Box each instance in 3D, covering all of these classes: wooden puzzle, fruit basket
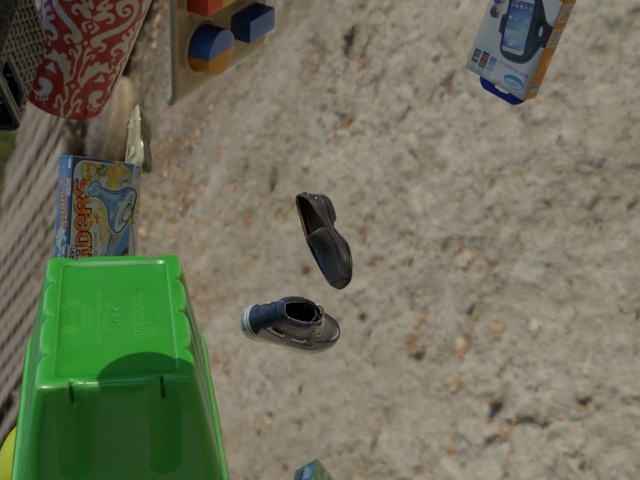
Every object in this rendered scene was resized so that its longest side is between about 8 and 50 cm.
[{"bbox_3d":[-0.173,-0.454,1.974,0.322,0.080,0.348,-45,-27,-47],"label":"wooden puzzle"},{"bbox_3d":[-0.264,0.242,1.256,0.392,0.283,0.392,178,90,-79],"label":"fruit basket"}]

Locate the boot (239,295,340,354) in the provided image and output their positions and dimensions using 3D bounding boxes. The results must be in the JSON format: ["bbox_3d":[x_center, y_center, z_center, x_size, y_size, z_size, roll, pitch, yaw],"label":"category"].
[{"bbox_3d":[-0.017,0.119,1.452,0.086,0.190,0.069,-19,71,39],"label":"boot"}]

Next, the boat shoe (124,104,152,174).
[{"bbox_3d":[-0.338,-0.182,1.880,0.048,0.056,0.153,-15,60,8],"label":"boat shoe"}]

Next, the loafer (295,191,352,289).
[{"bbox_3d":[0.000,0.000,1.613,0.062,0.061,0.170,-37,59,27],"label":"loafer"}]

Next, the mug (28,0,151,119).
[{"bbox_3d":[-0.231,-0.218,0.972,0.150,0.113,0.169,46,130,24],"label":"mug"}]

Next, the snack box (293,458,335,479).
[{"bbox_3d":[0.002,0.338,1.204,0.037,0.100,0.141,-33,16,21],"label":"snack box"}]

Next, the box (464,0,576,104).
[{"bbox_3d":[0.202,-0.208,1.057,0.081,0.028,0.136,36,121,31],"label":"box"}]

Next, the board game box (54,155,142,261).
[{"bbox_3d":[-0.340,-0.023,1.575,0.035,0.136,0.201,2,89,39],"label":"board game box"}]

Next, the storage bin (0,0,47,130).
[{"bbox_3d":[-0.314,-0.160,0.787,0.122,0.180,0.084,101,-179,-70],"label":"storage bin"}]
